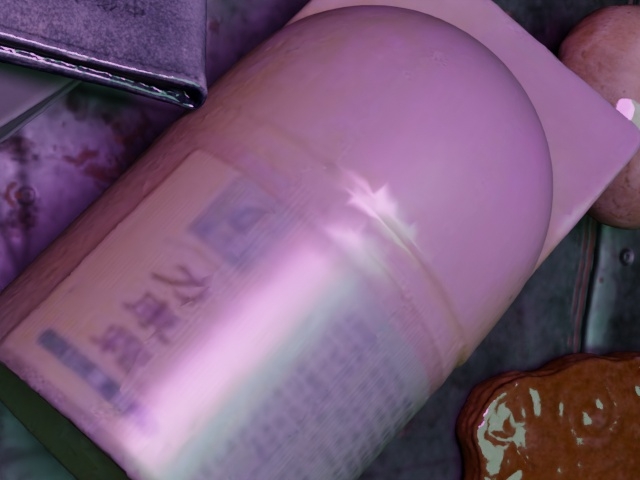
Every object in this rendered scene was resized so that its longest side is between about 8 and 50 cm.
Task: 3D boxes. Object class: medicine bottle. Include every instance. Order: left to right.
[{"bbox_3d":[0.000,0.000,0.971,0.406,0.236,0.235,-47,113,-17],"label":"medicine bottle"}]

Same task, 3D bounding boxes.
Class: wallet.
[{"bbox_3d":[-0.170,-0.167,0.918,0.222,0.036,0.167,13,51,-19],"label":"wallet"}]

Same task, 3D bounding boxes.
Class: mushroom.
[{"bbox_3d":[0.224,-0.092,1.152,0.166,0.127,0.166,-3,94,-51],"label":"mushroom"}]

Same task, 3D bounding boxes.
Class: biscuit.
[{"bbox_3d":[0.222,0.215,1.215,0.273,0.049,0.257,3,92,-30],"label":"biscuit"}]

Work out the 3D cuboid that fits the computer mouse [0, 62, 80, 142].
[{"bbox_3d":[-0.228,-0.110,0.932,0.231,0.079,0.128,-40,97,-40],"label":"computer mouse"}]
